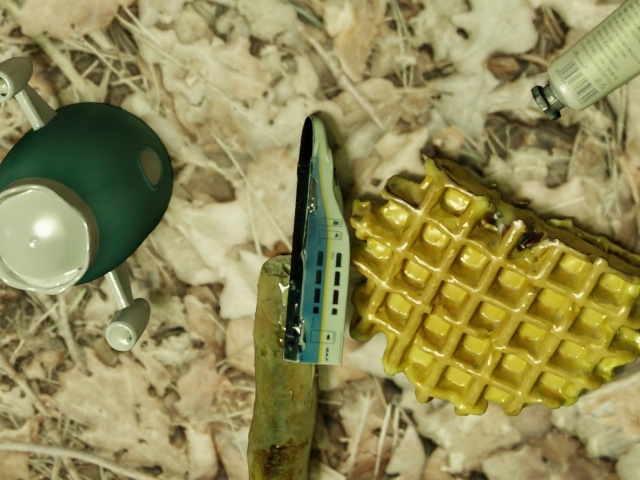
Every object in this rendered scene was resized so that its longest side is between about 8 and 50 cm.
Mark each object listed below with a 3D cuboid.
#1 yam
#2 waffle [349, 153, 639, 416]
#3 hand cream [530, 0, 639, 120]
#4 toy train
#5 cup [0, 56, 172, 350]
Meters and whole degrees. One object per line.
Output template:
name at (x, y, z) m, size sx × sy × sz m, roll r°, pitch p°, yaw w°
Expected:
yam at (-0.037, 0.164, 1.940) m, size 0.067 × 0.071 × 0.317 m, roll -8°, pitch 115°, yaw -22°
waffle at (0.162, 0.045, 1.842) m, size 0.309 × 0.065 × 0.283 m, roll -15°, pitch 108°, yaw 18°
hand cream at (0.289, -0.188, 1.727) m, size 0.234 × 0.050 × 0.080 m, roll -36°, pitch 100°, yaw 19°
toy train at (0.000, 0.000, 1.838) m, size 0.051 × 0.052 × 0.234 m, roll 5°, pitch 87°, yaw -18°
cup at (-0.242, -0.031, 1.850) m, size 0.167 × 0.173 × 0.300 m, roll -19°, pitch 106°, yaw 19°
